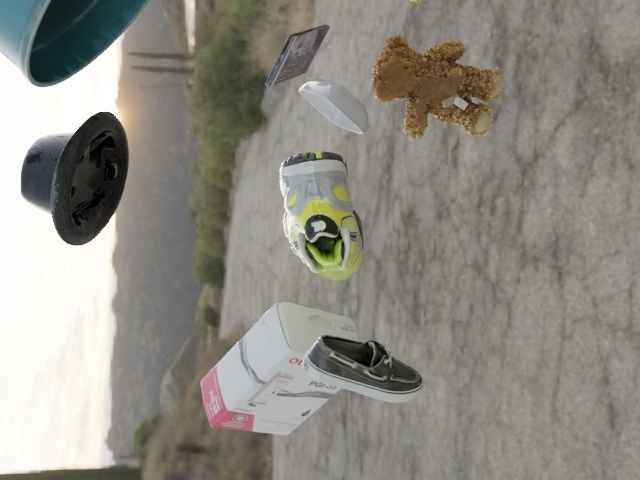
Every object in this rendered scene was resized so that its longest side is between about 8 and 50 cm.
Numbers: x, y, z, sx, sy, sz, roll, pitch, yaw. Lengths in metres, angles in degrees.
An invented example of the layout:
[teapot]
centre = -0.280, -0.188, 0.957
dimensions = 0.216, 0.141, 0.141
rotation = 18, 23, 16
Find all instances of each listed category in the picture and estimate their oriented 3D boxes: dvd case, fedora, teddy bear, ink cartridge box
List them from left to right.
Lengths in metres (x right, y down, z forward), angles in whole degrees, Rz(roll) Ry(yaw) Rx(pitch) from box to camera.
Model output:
[fedora]
centre = -0.555, -0.150, 1.830
dimensions = 0.334, 0.152, 0.334
rotation = 13, -90, -82
[ink cartridge box]
centre = -0.076, 0.265, 1.666
dimensions = 0.283, 0.207, 0.117
rotation = -46, 44, 31
[dvd case]
centre = -0.062, -0.519, 2.314
dimensions = 0.221, 0.018, 0.164
rotation = -36, -18, -55
[teddy bear]
centre = 0.272, -0.359, 1.942
dimensions = 0.113, 0.338, 0.245
rotation = -121, 31, -66

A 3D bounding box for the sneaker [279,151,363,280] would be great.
[sneaker]
centre = 0.000, 0.000, 1.421
dimensions = 0.384, 0.145, 0.147
rotation = 67, -163, -63

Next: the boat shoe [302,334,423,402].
[boat shoe]
centre = 0.081, 0.199, 1.303
dimensions = 0.070, 0.219, 0.078
rotation = -59, 32, 26

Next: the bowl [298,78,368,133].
[bowl]
centre = 0.034, -0.296, 1.776
dimensions = 0.053, 0.142, 0.142
rotation = -56, 33, -3

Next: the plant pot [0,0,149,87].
[plant pot]
centre = -0.304, -0.340, 0.834
dimensions = 0.271, 0.255, 0.271
rotation = -51, 4, 4

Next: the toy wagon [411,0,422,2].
[toy wagon]
centre = 0.149, -0.696, 2.198
dimensions = 0.344, 0.267, 0.068
rotation = -53, -21, -70
